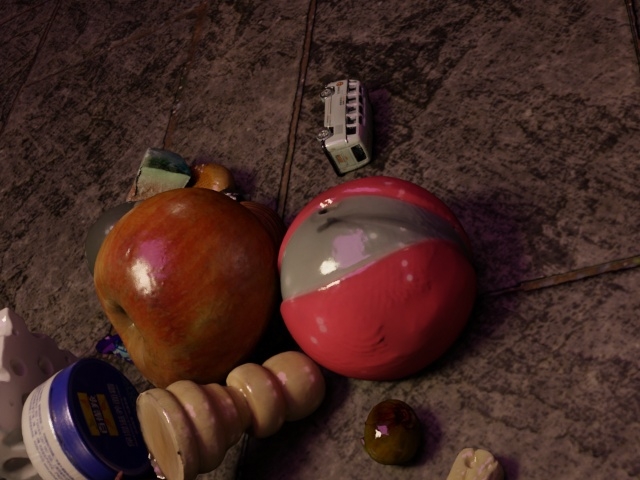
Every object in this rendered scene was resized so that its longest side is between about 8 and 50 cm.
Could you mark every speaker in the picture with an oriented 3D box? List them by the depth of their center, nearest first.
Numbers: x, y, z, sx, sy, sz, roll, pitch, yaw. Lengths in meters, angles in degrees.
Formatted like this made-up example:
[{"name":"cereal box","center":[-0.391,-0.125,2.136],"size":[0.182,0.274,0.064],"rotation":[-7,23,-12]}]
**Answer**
[{"name":"speaker","center":[0.078,0.059,1.272],"size":[0.294,0.294,0.294],"rotation":[-21,44,22]}]

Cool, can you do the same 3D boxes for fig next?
[{"name":"fig","center":[0.089,0.262,1.172],"size":[0.084,0.082,0.098],"rotation":[52,132,36]}]

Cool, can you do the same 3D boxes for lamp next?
[{"name":"lamp","center":[-0.121,0.001,1.503],"size":[0.136,0.136,0.136],"rotation":[-21,44,22]},{"name":"lamp","center":[-0.285,-0.011,1.582],"size":[0.314,0.182,0.182],"rotation":[-29,41,30]}]

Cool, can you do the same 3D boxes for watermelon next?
[{"name":"watermelon","center":[-0.350,-0.068,1.740],"size":[0.241,0.094,0.154],"rotation":[-63,24,16]}]

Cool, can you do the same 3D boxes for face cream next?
[{"name":"face cream","center":[-0.358,0.295,1.369],"size":[0.111,0.206,0.206],"rotation":[-32,41,14]}]

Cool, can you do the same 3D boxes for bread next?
[{"name":"bread","center":[-0.222,-0.093,1.709],"size":[0.189,0.077,0.114],"rotation":[11,80,55]}]

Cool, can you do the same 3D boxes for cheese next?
[{"name":"cheese","center":[0.160,0.340,1.061],"size":[0.065,0.043,0.194],"rotation":[10,62,41]}]

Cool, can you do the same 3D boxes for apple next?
[{"name":"apple","center":[-0.190,0.065,1.351],"size":[0.301,0.301,0.301],"rotation":[-21,44,22]}]

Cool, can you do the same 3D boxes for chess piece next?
[{"name":"chess piece","center":[-0.114,0.231,1.245],"size":[0.261,0.143,0.142],"rotation":[-20,31,-31]}]

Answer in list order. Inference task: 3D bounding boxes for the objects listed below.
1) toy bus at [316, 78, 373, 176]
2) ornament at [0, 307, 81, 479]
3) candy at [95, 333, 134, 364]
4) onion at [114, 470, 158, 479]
[{"name":"toy bus","center":[0.049,-0.214,1.607],"size":[0.089,0.087,0.194],"rotation":[-14,46,18]},{"name":"ornament","center":[-0.532,0.305,1.466],"size":[0.239,0.240,0.240],"rotation":[-29,42,13]},{"name":"candy","center":[-0.262,0.187,1.498],"size":[0.145,0.070,0.275],"rotation":[-45,44,-19]},{"name":"onion","center":[-0.263,0.436,1.186],"size":[0.252,0.219,0.252],"rotation":[-16,5,1]}]
